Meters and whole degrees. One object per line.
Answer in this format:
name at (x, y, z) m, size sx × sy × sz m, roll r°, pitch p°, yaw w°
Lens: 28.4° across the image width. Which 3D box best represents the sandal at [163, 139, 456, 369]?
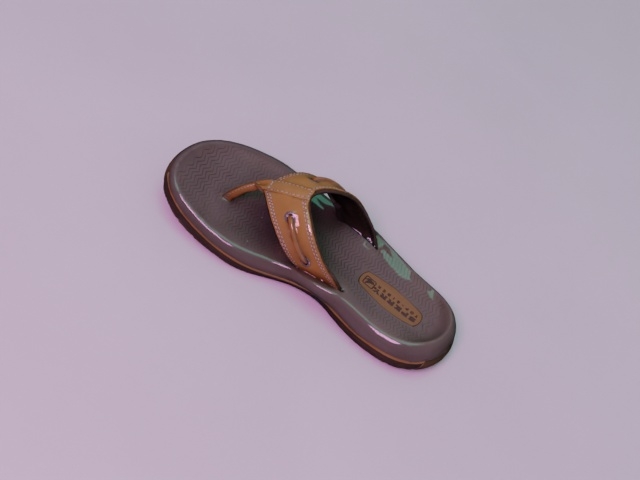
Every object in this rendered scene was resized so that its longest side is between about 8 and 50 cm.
sandal at (0.000, 0.000, 0.823) m, size 0.219 × 0.060 × 0.090 m, roll 39°, pitch 52°, yaw 7°
